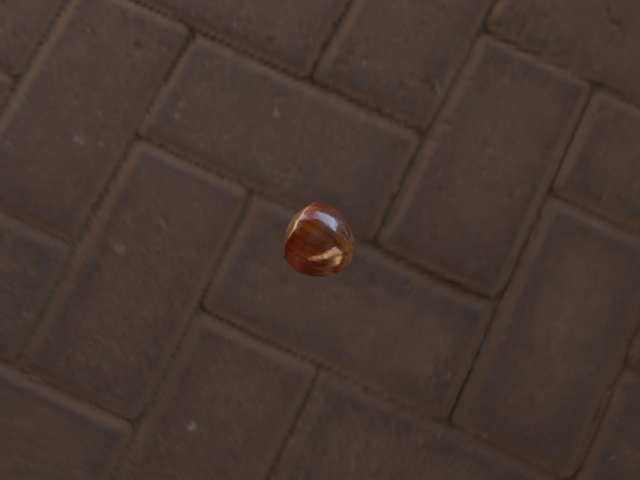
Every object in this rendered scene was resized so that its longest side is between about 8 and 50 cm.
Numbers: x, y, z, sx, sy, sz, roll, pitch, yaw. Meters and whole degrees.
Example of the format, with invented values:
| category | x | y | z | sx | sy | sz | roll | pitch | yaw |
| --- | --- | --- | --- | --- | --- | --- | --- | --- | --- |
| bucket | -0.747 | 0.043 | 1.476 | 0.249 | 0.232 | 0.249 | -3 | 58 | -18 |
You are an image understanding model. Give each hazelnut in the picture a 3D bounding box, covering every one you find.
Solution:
| category | x | y | z | sx | sy | sz | roll | pitch | yaw |
| --- | --- | --- | --- | --- | --- | --- | --- | --- | --- |
| hazelnut | 0.000 | 0.000 | 1.695 | 0.086 | 0.086 | 0.086 | 0 | 74 | 1 |
